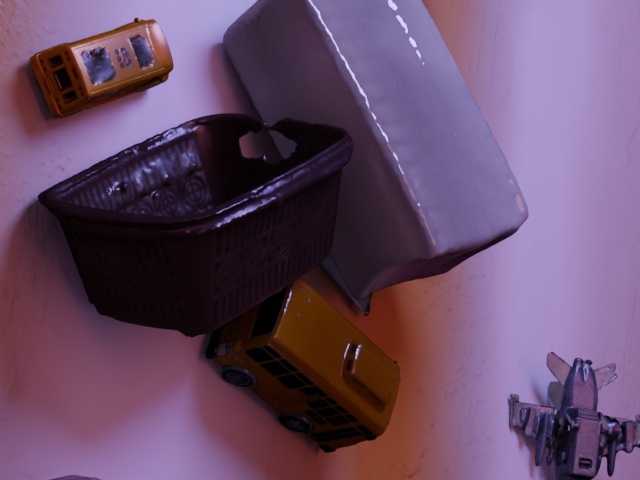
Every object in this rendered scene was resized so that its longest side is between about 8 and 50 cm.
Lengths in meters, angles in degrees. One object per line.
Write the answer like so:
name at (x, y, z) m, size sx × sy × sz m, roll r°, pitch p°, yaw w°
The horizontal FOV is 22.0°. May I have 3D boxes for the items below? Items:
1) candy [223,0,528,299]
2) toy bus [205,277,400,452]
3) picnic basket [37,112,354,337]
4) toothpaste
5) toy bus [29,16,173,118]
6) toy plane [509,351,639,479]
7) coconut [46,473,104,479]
candy at (0.057, -0.128, 1.786) m, size 0.208 × 0.145 × 0.358 m, roll -22°, pitch 83°, yaw -50°
toy bus at (-0.009, 0.126, 1.688) m, size 0.201 × 0.114 × 0.098 m, roll 43°, pitch 49°, yaw -33°
picnic basket at (-0.112, -0.016, 1.570) m, size 0.297 × 0.223 × 0.129 m, roll -32°, pitch 125°, yaw -50°
toothpaste at (0.000, 0.000, 1.808) m, size 0.205 × 0.036 × 0.056 m, roll 49°, pitch 40°, yaw -32°
toy bus at (-0.200, -0.173, 1.596) m, size 0.162 × 0.074 × 0.069 m, roll -28°, pitch 98°, yaw -49°
toy plane at (0.319, 0.274, 2.048) m, size 0.192 × 0.088 × 0.262 m, roll 10°, pitch 71°, yaw -19°
coconut at (-0.227, 0.285, 1.309) m, size 0.204 × 0.236 × 0.236 m, roll 69°, pitch 32°, yaw -44°
